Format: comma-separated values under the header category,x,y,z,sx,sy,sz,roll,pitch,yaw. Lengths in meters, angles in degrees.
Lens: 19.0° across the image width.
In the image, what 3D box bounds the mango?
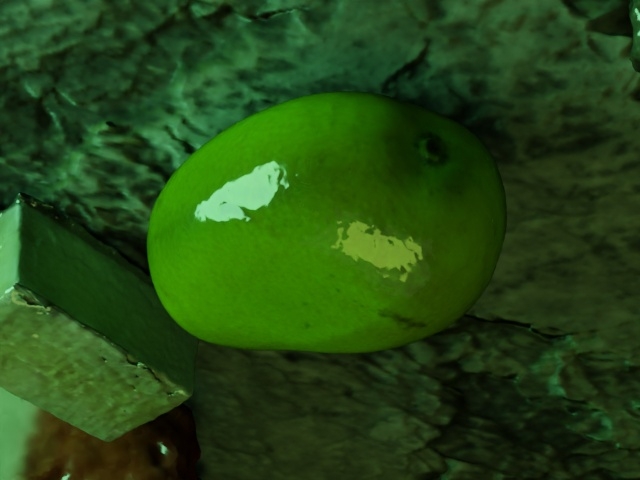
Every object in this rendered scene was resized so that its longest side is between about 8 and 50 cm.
category,x,y,z,sx,sy,sz,roll,pitch,yaw
mango,-0.002,-0.004,0.791,0.163,0.089,0.117,-10,138,22

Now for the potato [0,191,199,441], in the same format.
category,x,y,z,sx,sy,sz,roll,pitch,yaw
potato,-0.116,0.039,0.888,0.086,0.061,0.122,-30,129,34

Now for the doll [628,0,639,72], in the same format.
category,x,y,z,sx,sy,sz,roll,pitch,yaw
doll,0.232,-0.123,0.621,0.285,0.091,0.203,0,133,23

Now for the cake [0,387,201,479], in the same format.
category,x,y,z,sx,sy,sz,roll,pitch,yaw
cake,-0.231,0.231,0.981,0.319,0.270,0.269,7,141,3
